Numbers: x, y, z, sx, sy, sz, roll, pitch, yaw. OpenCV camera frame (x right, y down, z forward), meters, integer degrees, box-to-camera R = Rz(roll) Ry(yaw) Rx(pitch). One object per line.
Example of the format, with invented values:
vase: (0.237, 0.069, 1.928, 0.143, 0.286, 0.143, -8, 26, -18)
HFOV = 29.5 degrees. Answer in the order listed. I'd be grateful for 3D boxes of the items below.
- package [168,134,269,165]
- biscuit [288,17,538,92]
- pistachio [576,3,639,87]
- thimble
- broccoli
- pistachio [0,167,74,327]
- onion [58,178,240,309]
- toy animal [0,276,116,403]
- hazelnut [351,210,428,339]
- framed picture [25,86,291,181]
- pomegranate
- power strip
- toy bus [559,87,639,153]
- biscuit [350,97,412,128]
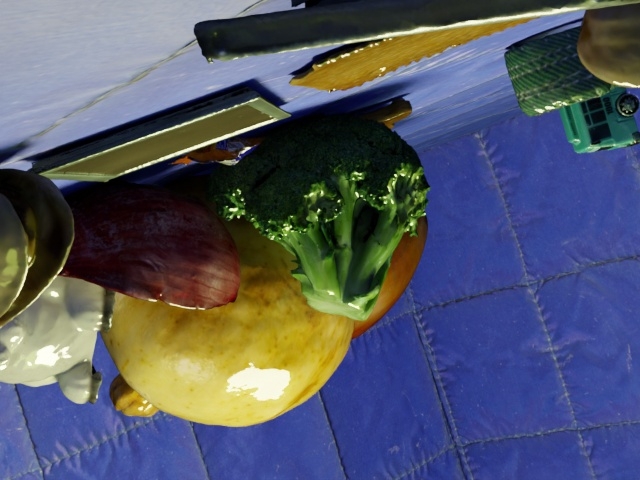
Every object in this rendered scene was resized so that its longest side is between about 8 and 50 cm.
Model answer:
package: (-0.111, -0.101, 1.342, 0.110, 0.033, 0.077, 1, -143, 43)
biscuit: (0.092, -0.176, 1.078, 0.232, 0.013, 0.237, -18, 180, 16)
pistachio: (0.297, -0.190, 0.997, 0.185, 0.126, 0.108, -23, 149, 1)
thimble: (0.291, -0.206, 1.459, 0.135, 0.090, 0.118, -22, -175, -44)
broccoli: (0.009, -0.032, 1.496, 0.265, 0.245, 0.294, -16, 154, 40)
pistachio: (-0.287, 0.013, 0.985, 0.206, 0.131, 0.129, -24, -175, 37)
onion: (-0.227, -0.005, 1.426, 0.283, 0.120, 0.227, 0, -161, -39)
toy animal: (-0.435, 0.084, 1.487, 0.357, 0.194, 0.258, 6, -160, -17)
hazelnut: (-0.005, 0.005, 2.062, 0.365, 0.366, 0.366, -19, -179, 0)
framed picture: (-0.140, -0.096, 1.141, 0.217, 0.017, 0.274, -18, -179, 3)
pomegranate: (-0.151, 0.106, 1.738, 0.410, 0.410, 0.410, -19, -179, 0)
power strip: (0.068, -0.136, 0.601, 0.213, 0.065, 0.198, -3, -171, 27)
toy bus: (0.354, -0.191, 1.585, 0.091, 0.160, 0.079, -17, -179, -2)
biscuit: (0.020, -0.146, 1.631, 0.205, 0.031, 0.138, -20, 176, -20)
